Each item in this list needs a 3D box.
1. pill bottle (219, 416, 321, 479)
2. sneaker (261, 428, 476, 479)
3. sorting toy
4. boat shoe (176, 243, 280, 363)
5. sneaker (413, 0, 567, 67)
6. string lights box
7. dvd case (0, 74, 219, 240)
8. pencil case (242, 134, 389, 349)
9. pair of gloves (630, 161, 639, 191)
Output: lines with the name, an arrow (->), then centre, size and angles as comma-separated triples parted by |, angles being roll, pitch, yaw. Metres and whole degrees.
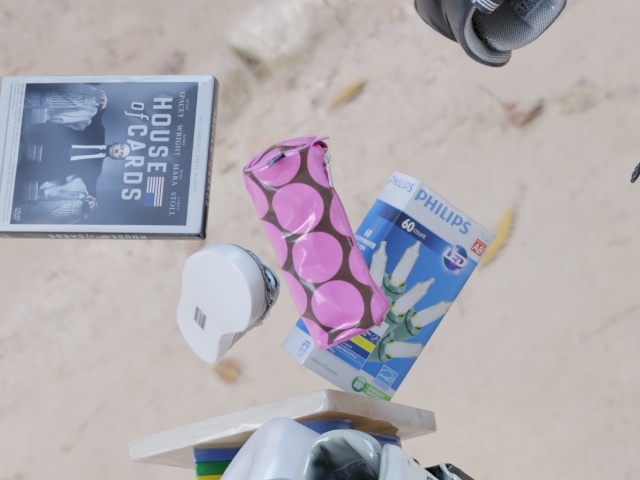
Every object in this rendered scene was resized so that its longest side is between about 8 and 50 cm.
pill bottle -> 0.075, 0.361, 1.587 | 0.229, 0.408, 0.229 | -58, 6, 10
sneaker -> 0.056, 0.176, 0.973 | 0.122, 0.330, 0.146 | -26, 75, 22
sorting toy -> -0.034, 0.249, 1.828 | 0.257, 0.255, 0.089 | -17, 71, 27
boat shoe -> -0.098, 0.061, 1.973 | 0.102, 0.301, 0.108 | -37, 79, -21
sneaker -> 0.090, -0.184, 1.016 | 0.101, 0.153, 0.268 | -50, -8, 21
string lights box -> 0.082, 0.062, 1.991 | 0.259, 0.133, 0.077 | -57, 26, -1
dvd case -> -0.231, -0.089, 1.742 | 0.239, 0.029, 0.179 | 0, 74, 11
pencil case -> 0.000, 0.000, 1.639 | 0.098, 0.209, 0.095 | -20, 12, 18
pair of gloves -> 0.374, -0.086, 1.820 | 0.010, 0.083, 0.074 | 41, 96, 29
